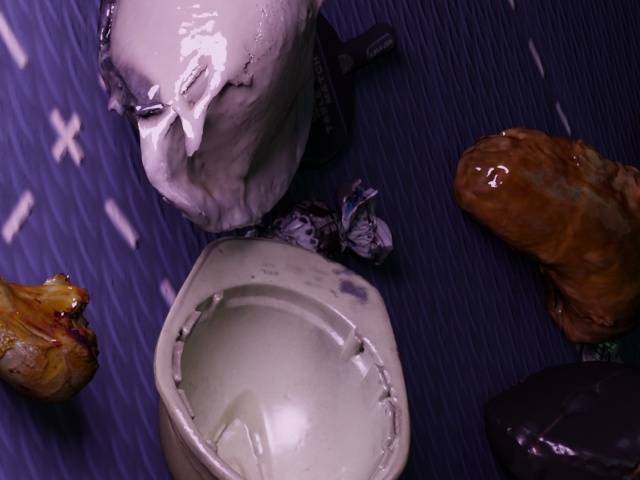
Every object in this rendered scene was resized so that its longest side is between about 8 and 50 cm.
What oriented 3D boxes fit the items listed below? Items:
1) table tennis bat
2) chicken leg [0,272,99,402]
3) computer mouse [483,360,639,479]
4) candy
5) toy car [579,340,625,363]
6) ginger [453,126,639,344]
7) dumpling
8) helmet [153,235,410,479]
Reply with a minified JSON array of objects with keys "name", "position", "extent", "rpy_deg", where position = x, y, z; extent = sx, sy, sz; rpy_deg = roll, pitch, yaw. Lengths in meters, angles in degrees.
[{"name":"table tennis bat","position":[0.002,-0.152,1.521],"extent":[0.236,0.027,0.150],"rpy_deg":[-35,113,-52]},{"name":"chicken leg","position":[-0.212,0.038,1.119],"extent":[0.178,0.070,0.093],"rpy_deg":[42,50,-32]},{"name":"computer mouse","position":[0.296,0.190,1.761],"extent":[0.323,0.183,0.116],"rpy_deg":[-2,109,-58]},{"name":"candy","position":[0.000,0.000,1.459],"extent":[0.226,0.051,0.094],"rpy_deg":[-14,98,-57]},{"name":"toy car","position":[0.342,0.176,1.949],"extent":[0.142,0.055,0.069],"rpy_deg":[54,33,-21]},{"name":"ginger","position":[0.268,-0.021,1.780],"extent":[0.321,0.172,0.165],"rpy_deg":[48,6,-38]},{"name":"dumpling","position":[-0.087,-0.135,1.288],"extent":[0.204,0.163,0.293],"rpy_deg":[95,7,-60]},{"name":"helmet","position":[-0.045,0.137,1.288],"extent":[0.204,0.137,0.257],"rpy_deg":[19,42,-14]}]
